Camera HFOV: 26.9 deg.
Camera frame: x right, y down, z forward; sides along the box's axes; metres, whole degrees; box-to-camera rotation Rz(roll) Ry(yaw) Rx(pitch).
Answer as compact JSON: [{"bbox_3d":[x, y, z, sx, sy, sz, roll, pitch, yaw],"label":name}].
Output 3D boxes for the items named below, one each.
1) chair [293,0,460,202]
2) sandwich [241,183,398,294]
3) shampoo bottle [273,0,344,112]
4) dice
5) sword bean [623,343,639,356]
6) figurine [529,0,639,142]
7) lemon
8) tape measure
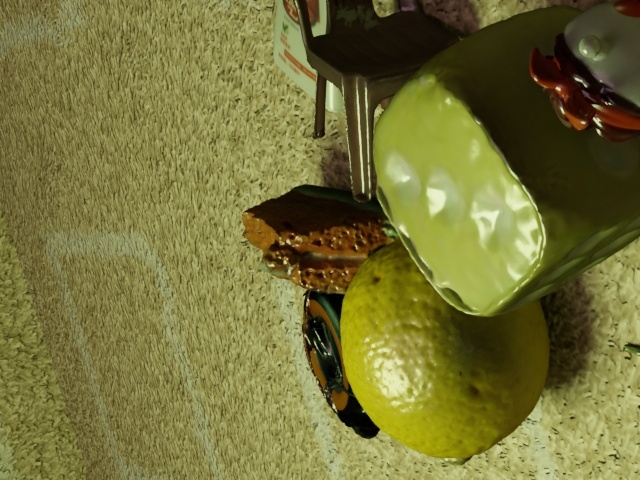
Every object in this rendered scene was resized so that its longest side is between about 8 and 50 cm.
[{"bbox_3d":[0.065,-0.242,1.543,0.183,0.176,0.326,46,151,49],"label":"chair"},{"bbox_3d":[0.004,-0.003,1.785,0.292,0.212,0.109,-149,60,-66],"label":"sandwich"},{"bbox_3d":[0.007,-0.317,1.688,0.153,0.071,0.284,46,144,36],"label":"shampoo bottle"},{"bbox_3d":[0.209,-0.078,1.350,0.233,0.227,0.238,61,151,13],"label":"dice"},{"bbox_3d":[0.359,0.126,1.455,0.083,0.012,0.012,22,127,54],"label":"sword bean"},{"bbox_3d":[0.286,-0.150,1.178,0.183,0.226,0.160,62,149,12],"label":"figurine"},{"bbox_3d":[0.145,0.118,1.575,0.267,0.267,0.267,37,138,43],"label":"lemon"},{"bbox_3d":[0.053,0.153,1.852,0.222,0.135,0.202,67,160,13],"label":"tape measure"}]
